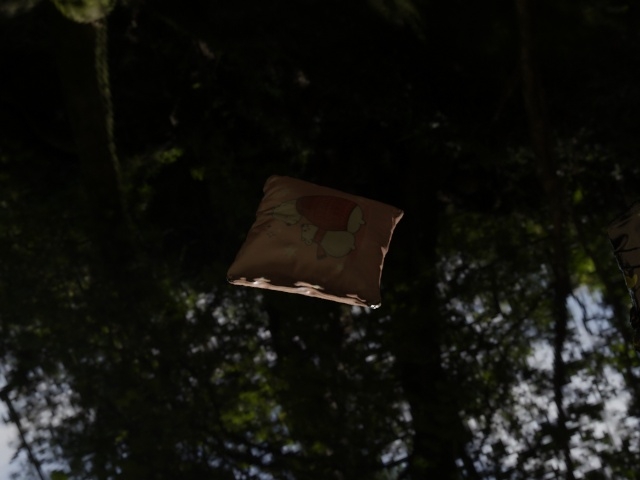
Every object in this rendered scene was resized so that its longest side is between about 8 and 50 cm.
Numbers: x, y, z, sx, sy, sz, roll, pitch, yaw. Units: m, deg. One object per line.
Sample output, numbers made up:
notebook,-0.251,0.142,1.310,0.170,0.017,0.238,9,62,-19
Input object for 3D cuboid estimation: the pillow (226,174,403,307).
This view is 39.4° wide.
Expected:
pillow,0.000,0.000,1.317,0.223,0.084,0.236,14,-135,7

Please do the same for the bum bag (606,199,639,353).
bum bag,0.416,0.049,1.082,0.107,0.232,0.060,-17,146,27
